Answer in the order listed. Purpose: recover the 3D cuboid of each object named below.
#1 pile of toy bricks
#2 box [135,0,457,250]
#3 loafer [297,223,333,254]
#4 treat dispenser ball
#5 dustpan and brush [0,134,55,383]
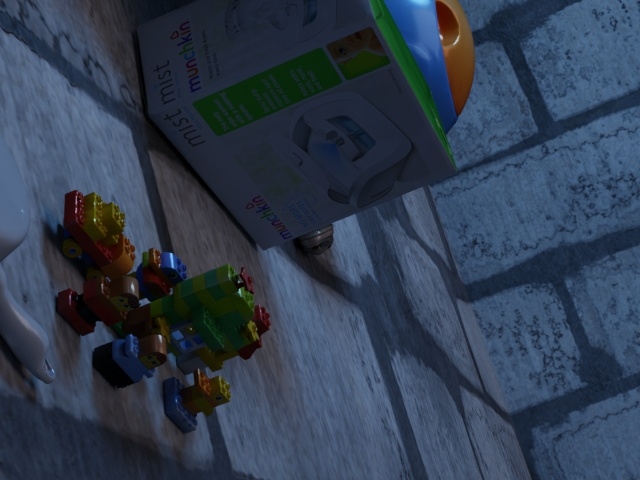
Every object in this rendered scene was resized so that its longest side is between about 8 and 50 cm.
[{"bbox_3d":[-0.092,0.049,0.872,0.212,0.105,0.118,57,16,-44],"label":"pile of toy bricks"},{"bbox_3d":[-0.020,-0.139,1.230,0.262,0.231,0.126,54,18,-53],"label":"box"},{"bbox_3d":[0.000,0.000,1.551,0.125,0.045,0.039,-52,127,-80],"label":"loafer"},{"bbox_3d":[0.054,-0.230,1.590,0.288,0.288,0.288,-22,90,-79],"label":"treat dispenser ball"},{"bbox_3d":[-0.191,-0.006,0.674,0.211,0.060,0.147,55,12,-27],"label":"dustpan and brush"}]
